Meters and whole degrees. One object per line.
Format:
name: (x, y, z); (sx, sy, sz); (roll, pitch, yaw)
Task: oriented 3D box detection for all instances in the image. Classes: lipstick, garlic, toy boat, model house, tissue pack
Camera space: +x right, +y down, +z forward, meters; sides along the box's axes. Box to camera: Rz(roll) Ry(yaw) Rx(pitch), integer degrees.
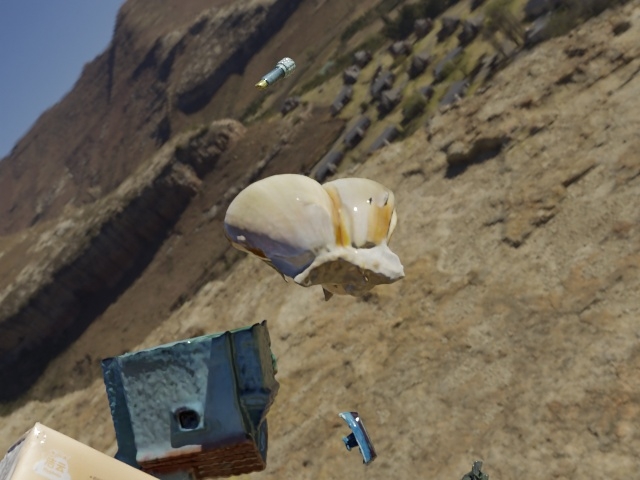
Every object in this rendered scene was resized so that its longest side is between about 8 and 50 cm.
lipstick: (-0.097, -0.343, 1.513); (0.037, 0.037, 0.116); (-26, 17, 49)
garlic: (0.000, 0.000, 1.175); (0.286, 0.249, 0.313); (-19, 6, -6)
toy boat: (0.083, 0.463, 1.686); (0.061, 0.060, 0.137); (-26, 63, 2)
model house: (-0.207, 0.331, 1.270); (0.295, 0.329, 0.252); (-12, -8, 2)
tissue pack: (-0.329, 0.427, 0.973); (0.238, 0.305, 0.238); (-42, 27, 27)

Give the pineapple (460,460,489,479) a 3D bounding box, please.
pineapple: (0.386, 0.610, 1.503); (0.310, 0.141, 0.170); (58, 142, 42)
